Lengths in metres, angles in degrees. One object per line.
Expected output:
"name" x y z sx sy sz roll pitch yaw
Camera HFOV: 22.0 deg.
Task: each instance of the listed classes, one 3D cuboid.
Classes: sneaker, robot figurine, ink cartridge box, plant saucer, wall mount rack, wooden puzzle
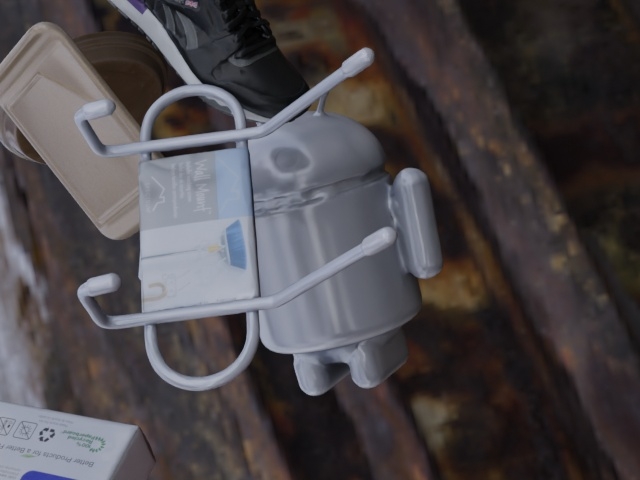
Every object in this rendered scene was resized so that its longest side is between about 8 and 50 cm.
"sneaker" -0.115 -0.243 1.741 0.283 0.107 0.124 41 134 11
"robot figurine" 0.000 0.000 1.943 0.200 0.300 0.353 -33 -70 -65
"ink cartridge box" -0.295 0.298 1.372 0.069 0.175 0.371 73 -146 -42
"plant saucer" -0.352 -0.204 2.471 0.041 0.278 0.278 60 157 28
"wall mount rack" -0.081 -0.042 1.583 0.130 0.304 0.350 72 -170 -60
"wooden puzzle" -0.253 -0.118 1.801 0.239 0.044 0.221 48 150 -7

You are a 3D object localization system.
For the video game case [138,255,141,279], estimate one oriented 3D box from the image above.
"video game case" -0.216 -0.020 2.524 0.019 0.157 0.143 44 -162 -24
